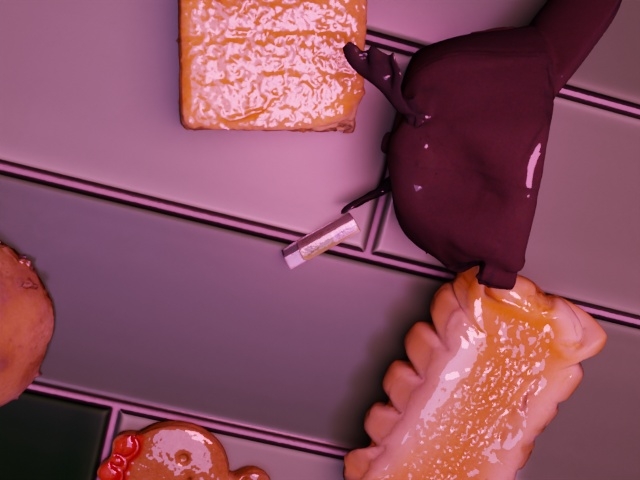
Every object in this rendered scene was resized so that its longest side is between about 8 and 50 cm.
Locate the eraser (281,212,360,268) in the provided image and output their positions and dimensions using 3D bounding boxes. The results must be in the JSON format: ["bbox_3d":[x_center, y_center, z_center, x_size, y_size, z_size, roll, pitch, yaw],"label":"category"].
[{"bbox_3d":[0.000,0.000,0.867,0.083,0.038,0.019,-30,105,1],"label":"eraser"}]

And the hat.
[{"bbox_3d":[0.130,-0.134,0.783,0.208,0.238,0.336,21,77,7],"label":"hat"}]

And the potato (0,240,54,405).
[{"bbox_3d":[-0.426,0.084,0.813,0.299,0.116,0.239,26,100,-7],"label":"potato"}]

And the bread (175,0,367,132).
[{"bbox_3d":[-0.044,-0.241,0.793,0.184,0.114,0.275,0,100,-8],"label":"bread"}]

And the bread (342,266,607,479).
[{"bbox_3d":[0.142,0.175,0.863,0.172,0.121,0.311,31,97,-6],"label":"bread"}]

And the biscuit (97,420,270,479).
[{"bbox_3d":[-0.137,0.288,0.902,0.166,0.036,0.226,-34,99,2],"label":"biscuit"}]
